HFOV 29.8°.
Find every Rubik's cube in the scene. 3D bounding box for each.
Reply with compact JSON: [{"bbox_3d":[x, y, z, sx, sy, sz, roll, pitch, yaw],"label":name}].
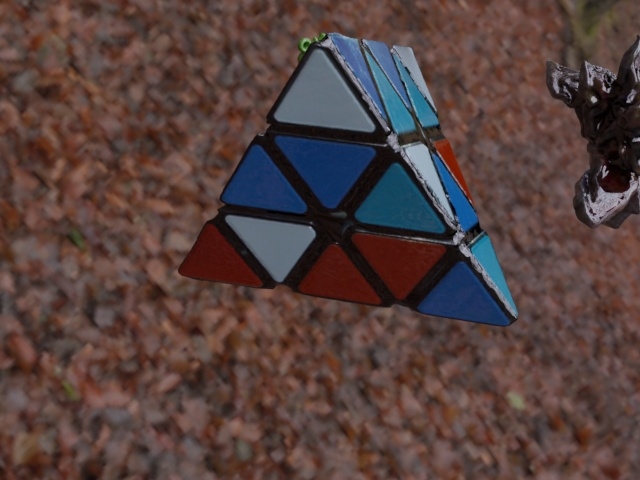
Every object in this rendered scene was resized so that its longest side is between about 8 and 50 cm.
[{"bbox_3d":[0.000,0.000,0.949,0.250,0.234,0.284,60,16,-3],"label":"Rubik's cube"}]

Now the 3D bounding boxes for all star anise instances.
[{"bbox_3d":[0.345,-0.122,1.427,0.283,0.129,0.212,6,75,-79],"label":"star anise"}]

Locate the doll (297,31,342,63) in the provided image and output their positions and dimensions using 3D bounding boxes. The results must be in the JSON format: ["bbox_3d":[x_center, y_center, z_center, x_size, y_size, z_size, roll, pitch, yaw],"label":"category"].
[{"bbox_3d":[0.010,-0.227,1.812,0.050,0.115,0.190,42,-18,51],"label":"doll"}]
